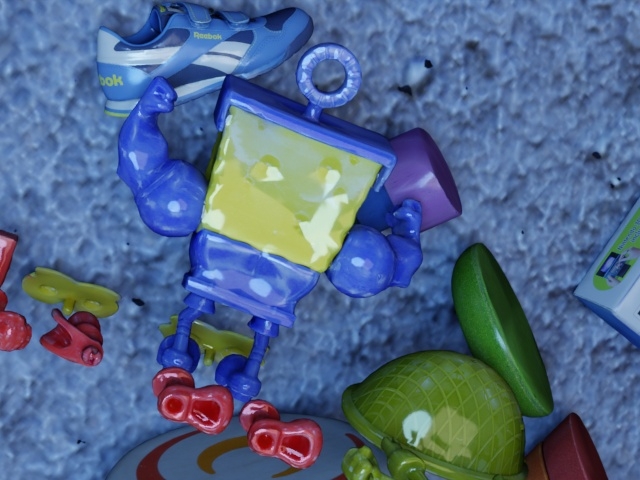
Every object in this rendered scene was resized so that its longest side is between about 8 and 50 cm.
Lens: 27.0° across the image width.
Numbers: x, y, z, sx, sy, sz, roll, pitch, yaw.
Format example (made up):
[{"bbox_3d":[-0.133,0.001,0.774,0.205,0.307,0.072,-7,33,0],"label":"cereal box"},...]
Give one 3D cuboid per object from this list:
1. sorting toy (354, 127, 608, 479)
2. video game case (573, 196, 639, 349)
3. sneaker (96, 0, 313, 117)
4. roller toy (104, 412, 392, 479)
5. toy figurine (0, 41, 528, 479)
[{"bbox_3d":[0.095,0.102,0.937,0.126,0.127,0.365,-24,110,15],"label":"sorting toy"},{"bbox_3d":[0.362,0.018,1.035,0.269,0.061,0.244,37,87,-26],"label":"video game case"},{"bbox_3d":[-0.072,-0.123,0.823,0.144,0.053,0.059,-22,107,-18],"label":"sneaker"},{"bbox_3d":[-0.038,0.204,0.837,0.191,0.209,0.146,1,104,17],"label":"roller toy"},{"bbox_3d":[0.000,0.000,0.764,0.362,0.191,0.217,20,95,-8],"label":"toy figurine"}]
